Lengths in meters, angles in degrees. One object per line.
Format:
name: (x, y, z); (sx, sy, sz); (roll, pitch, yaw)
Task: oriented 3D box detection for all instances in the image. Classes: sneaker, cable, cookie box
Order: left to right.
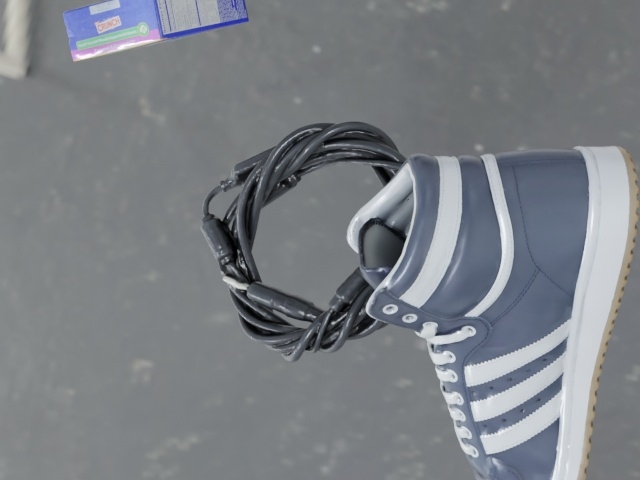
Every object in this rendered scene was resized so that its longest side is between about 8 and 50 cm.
cookie box: (-0.122, -0.167, 1.413); (0.091, 0.107, 0.040); (-8, 98, 37)
cable: (0.000, 0.000, 1.294); (0.184, 0.047, 0.151); (-21, 77, 32)
sneaker: (0.086, 0.069, 1.124); (0.099, 0.153, 0.282); (-108, 23, -60)
